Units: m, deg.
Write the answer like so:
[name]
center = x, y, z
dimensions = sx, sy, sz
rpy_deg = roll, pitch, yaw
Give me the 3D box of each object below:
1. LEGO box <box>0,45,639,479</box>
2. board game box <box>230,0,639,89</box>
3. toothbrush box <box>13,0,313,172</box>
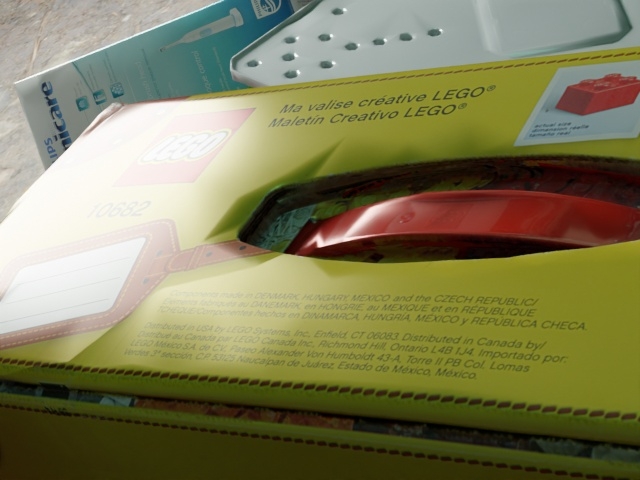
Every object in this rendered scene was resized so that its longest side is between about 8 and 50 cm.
[LEGO box]
center = 0.120, 0.124, 0.541
dimensions = 0.500, 0.372, 0.193
rpy_deg = 0, 42, 40
[board game box]
center = 0.191, -0.168, 1.076
dimensions = 0.390, 0.050, 0.390
rpy_deg = 26, 53, 37
[toothbrush box]
center = -0.114, -0.154, 1.298
dimensions = 0.296, 0.126, 0.216
rpy_deg = -17, 5, 19
